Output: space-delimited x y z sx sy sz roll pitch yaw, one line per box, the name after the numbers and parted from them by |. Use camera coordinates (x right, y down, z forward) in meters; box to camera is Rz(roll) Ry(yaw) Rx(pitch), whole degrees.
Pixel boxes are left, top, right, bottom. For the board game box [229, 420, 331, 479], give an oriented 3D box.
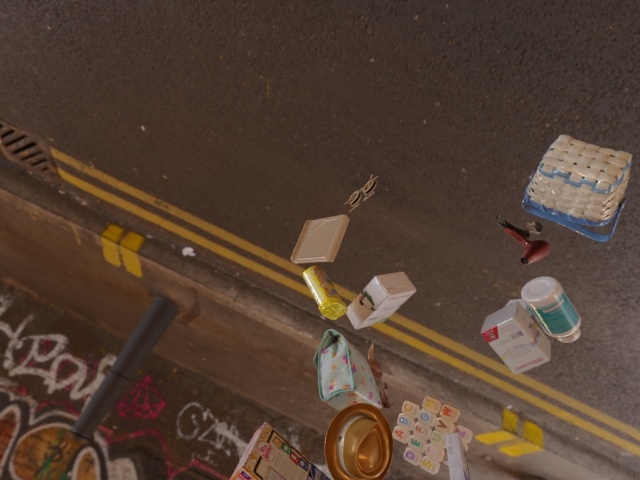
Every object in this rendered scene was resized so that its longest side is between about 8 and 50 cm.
-0.069 0.473 0.802 0.193 0.147 0.045 42 103 2 | board game box

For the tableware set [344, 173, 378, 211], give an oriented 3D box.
0.194 -0.233 1.952 0.039 0.128 0.194 33 138 -19 | tableware set

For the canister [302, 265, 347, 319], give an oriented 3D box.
0.013 0.182 1.438 0.073 0.170 0.126 -38 145 9 | canister

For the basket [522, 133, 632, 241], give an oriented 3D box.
0.710 -0.131 1.134 0.254 0.201 0.289 30 155 30 | basket

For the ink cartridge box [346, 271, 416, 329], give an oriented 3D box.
0.217 0.217 1.481 0.160 0.093 0.219 -4 141 -40 | ink cartridge box

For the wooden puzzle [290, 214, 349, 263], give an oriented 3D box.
0.000 0.000 1.714 0.238 0.221 0.044 -3 147 44 | wooden puzzle

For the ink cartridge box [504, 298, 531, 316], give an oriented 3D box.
0.874 0.364 1.875 0.045 0.224 0.223 41 172 7 | ink cartridge box

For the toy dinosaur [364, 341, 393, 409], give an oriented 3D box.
0.244 0.629 1.874 0.200 0.296 0.127 23 136 -5 | toy dinosaur

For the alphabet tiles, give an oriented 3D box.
0.437 0.765 1.607 0.277 0.284 0.021 20 -174 21 | alphabet tiles

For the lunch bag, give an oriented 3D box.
0.093 0.474 1.482 0.160 0.262 0.223 -29 132 17 | lunch bag

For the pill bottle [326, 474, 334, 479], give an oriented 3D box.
0.070 0.663 0.900 0.161 0.161 0.283 34 176 -13 | pill bottle

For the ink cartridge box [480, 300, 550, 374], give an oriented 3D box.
0.645 0.320 1.345 0.128 0.127 0.176 -41 85 35 | ink cartridge box

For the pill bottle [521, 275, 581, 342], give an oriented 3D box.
0.922 0.280 1.612 0.146 0.146 0.264 -23 112 46 | pill bottle

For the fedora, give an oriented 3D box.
0.104 0.478 0.940 0.194 0.194 0.079 32 152 -10 | fedora

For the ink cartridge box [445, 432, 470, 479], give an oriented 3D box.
0.426 0.713 1.248 0.046 0.207 0.097 -17 116 19 | ink cartridge box

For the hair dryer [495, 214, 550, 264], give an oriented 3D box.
0.890 0.010 1.795 0.223 0.294 0.080 9 129 4 | hair dryer
